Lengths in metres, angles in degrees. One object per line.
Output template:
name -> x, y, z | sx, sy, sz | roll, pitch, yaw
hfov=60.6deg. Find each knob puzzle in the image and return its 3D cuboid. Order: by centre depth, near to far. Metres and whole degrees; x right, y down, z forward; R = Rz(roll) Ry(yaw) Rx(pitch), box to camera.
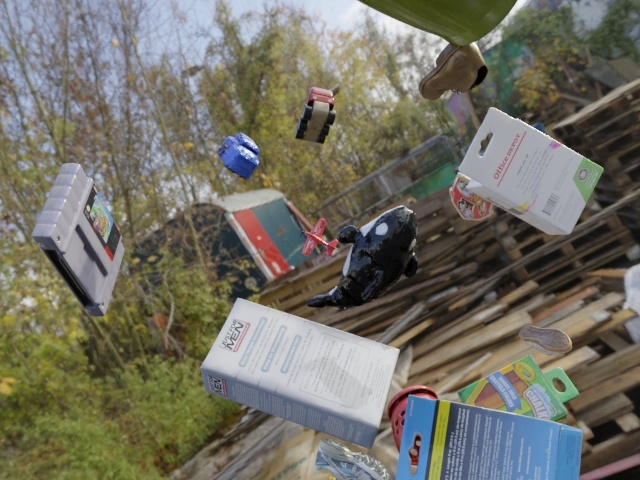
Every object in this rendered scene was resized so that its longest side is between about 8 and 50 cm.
knob puzzle -> 0.566, -0.143, 2.081 | 0.030, 0.213, 0.213 | -40, 7, -30

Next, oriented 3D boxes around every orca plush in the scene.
orca plush -> 0.068, 0.063, 0.961 | 0.287, 0.151, 0.102 | -36, 19, 37

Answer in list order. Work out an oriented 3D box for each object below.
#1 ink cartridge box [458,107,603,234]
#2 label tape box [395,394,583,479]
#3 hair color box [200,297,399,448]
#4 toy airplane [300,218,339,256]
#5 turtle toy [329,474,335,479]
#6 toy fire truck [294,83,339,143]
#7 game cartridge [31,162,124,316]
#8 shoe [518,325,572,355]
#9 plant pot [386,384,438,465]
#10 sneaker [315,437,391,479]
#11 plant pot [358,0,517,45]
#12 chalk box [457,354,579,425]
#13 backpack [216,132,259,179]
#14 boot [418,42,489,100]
ink cartridge box -> 0.545, -0.184, 1.484 | 0.207, 0.353, 0.119 | -62, 6, -1
label tape box -> 0.316, 0.452, 1.072 | 0.105, 0.241, 0.333 | 24, -18, -39
hair color box -> -0.041, 0.276, 1.163 | 0.114, 0.374, 0.185 | 96, -166, -49
toy airplane -> 0.000, 0.000, 1.932 | 0.151, 0.151, 0.028 | -30, -11, -12
turtle toy -> 0.082, 0.900, 2.086 | 0.066, 0.095, 0.130 | 0, 36, 46
toy fire truck -> 0.004, -0.523, 2.113 | 0.158, 0.247, 0.217 | 9, -21, -11
game cartridge -> -0.584, 0.006, 1.370 | 0.068, 0.230, 0.355 | 5, -36, 5
shoe -> 0.717, 0.318, 1.727 | 0.076, 0.058, 0.219 | -44, 13, -9
plant pot -> 0.298, 0.548, 1.652 | 0.191, 0.191, 0.174 | -30, 36, 2
sneaker -> 0.112, 0.813, 1.941 | 0.122, 0.282, 0.110 | -69, -19, 0
plant pot -> 0.238, -0.607, 1.160 | 0.366, 0.352, 0.367 | -38, 39, 39
chalk box -> 0.553, 0.446, 1.498 | 0.288, 0.180, 0.179 | -30, -35, 5
backpack -> -0.219, -0.231, 1.492 | 0.101, 0.098, 0.120 | -53, 33, 17
boot -> 0.344, -0.419, 1.439 | 0.112, 0.115, 0.305 | -38, -3, -7
